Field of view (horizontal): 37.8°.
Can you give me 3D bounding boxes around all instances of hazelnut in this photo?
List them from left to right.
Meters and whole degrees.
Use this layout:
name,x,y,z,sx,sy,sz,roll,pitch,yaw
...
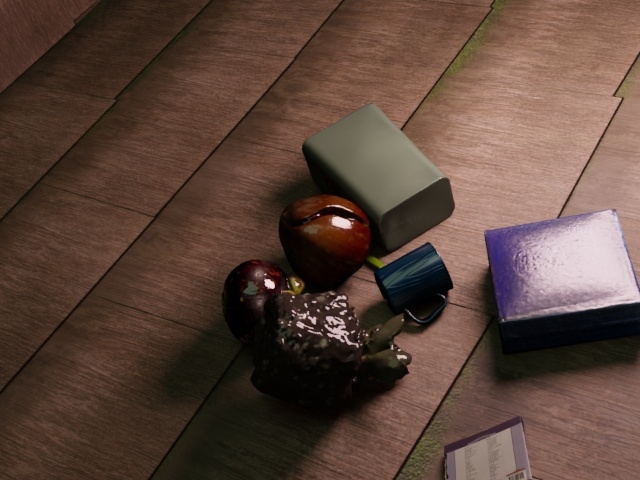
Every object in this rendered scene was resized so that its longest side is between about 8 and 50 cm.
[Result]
name,x,y,z,sx,sy,sz,roll,pitch,yaw
hazelnut,0.000,0.000,2.100,0.218,0.218,0.234,-31,13,-10

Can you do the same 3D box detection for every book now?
name,x,y,z,sx,sy,sz,roll,pitch,yaw
book,0.291,0.397,1.631,0.157,0.026,0.231,-24,13,14

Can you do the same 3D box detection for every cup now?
name,x,y,z,sx,sy,sz,roll,pitch,yaw
cup,0.203,0.094,1.995,0.138,0.113,0.150,-27,41,-4

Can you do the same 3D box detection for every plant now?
name,x,y,z,sx,sy,sz,roll,pitch,yaw
plant,0.027,0.225,1.876,0.312,0.213,0.215,11,41,-19

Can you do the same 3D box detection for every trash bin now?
name,x,y,z,sx,sy,sz,roll,pitch,yaw
trash bin,0.138,-0.154,2.237,0.222,0.158,0.343,-31,44,-10

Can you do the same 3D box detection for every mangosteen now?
name,x,y,z,sx,sy,sz,roll,pitch,yaw
mangosteen,-0.106,0.134,2.032,0.217,0.192,0.192,-4,44,-2

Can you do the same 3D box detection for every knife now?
name,x,y,z,sx,sy,sz,roll,pitch,yaw
knife,0.136,0.057,2.123,0.022,0.026,0.184,-35,41,-19

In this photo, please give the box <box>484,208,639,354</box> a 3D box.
name,x,y,z,sx,sy,sz,roll,pitch,yaw
box,0.490,0.080,1.901,0.278,0.116,0.262,-9,44,10
